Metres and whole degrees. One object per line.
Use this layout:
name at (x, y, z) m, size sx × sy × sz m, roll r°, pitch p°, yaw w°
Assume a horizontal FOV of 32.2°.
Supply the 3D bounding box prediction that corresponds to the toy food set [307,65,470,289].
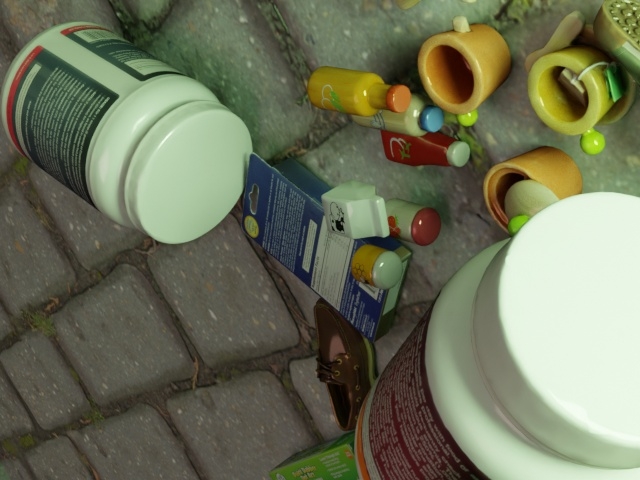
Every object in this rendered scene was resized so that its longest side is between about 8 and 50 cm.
toy food set at (0.074, -0.059, 1.045) m, size 0.104 × 0.111 × 0.232 m, roll 18°, pitch 128°, yaw 45°

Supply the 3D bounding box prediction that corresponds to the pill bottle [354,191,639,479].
pill bottle at (0.174, 0.131, 0.922) m, size 0.224 × 0.224 × 0.392 m, roll 49°, pitch 156°, yaw 13°

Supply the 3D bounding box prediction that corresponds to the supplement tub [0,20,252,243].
supplement tub at (-0.232, -0.130, 1.313) m, size 0.272 × 0.191 × 0.191 m, roll 33°, pitch 140°, yaw 33°

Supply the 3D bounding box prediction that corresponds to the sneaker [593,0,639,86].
sneaker at (0.267, -0.091, 0.809) m, size 0.192 × 0.064 × 0.086 m, roll 41°, pitch 139°, yaw 19°

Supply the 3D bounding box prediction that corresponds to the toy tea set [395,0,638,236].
toy tea set at (0.127, -0.144, 0.893) m, size 0.200 × 0.124 × 0.336 m, roll -24°, pitch 97°, yaw 57°

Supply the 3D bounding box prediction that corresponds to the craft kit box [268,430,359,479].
craft kit box at (0.062, 0.380, 1.479) m, size 0.246 × 0.061 × 0.250 m, roll 55°, pitch 147°, yaw 0°

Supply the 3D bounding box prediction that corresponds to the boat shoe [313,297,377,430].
boat shoe at (0.027, 0.149, 1.326) m, size 0.064 × 0.060 × 0.178 m, roll 10°, pitch 124°, yaw 49°

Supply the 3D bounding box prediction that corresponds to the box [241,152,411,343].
box at (0.000, 0.000, 1.259) m, size 0.225 × 0.036 × 0.136 m, roll 39°, pitch 142°, yaw 24°
